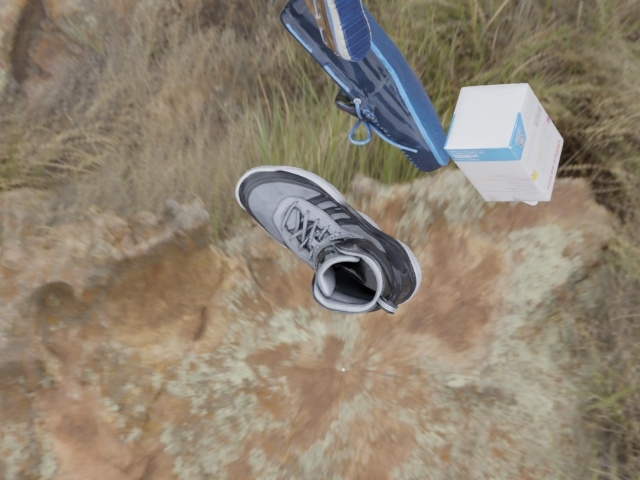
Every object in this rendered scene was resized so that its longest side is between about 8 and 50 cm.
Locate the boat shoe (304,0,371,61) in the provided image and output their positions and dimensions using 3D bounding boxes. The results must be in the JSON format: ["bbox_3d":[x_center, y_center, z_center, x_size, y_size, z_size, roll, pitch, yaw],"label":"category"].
[{"bbox_3d":[0.010,-0.308,1.473,0.066,0.183,0.066,20,45,39],"label":"boat shoe"}]

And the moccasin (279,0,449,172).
[{"bbox_3d":[0.068,-0.237,1.761,0.117,0.137,0.342,-29,108,22],"label":"moccasin"}]

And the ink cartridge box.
[{"bbox_3d":[0.227,-0.111,1.433,0.090,0.143,0.092,2,62,34],"label":"ink cartridge box"}]

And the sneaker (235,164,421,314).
[{"bbox_3d":[0.000,0.000,1.464,0.268,0.153,0.101,34,107,4],"label":"sneaker"}]
